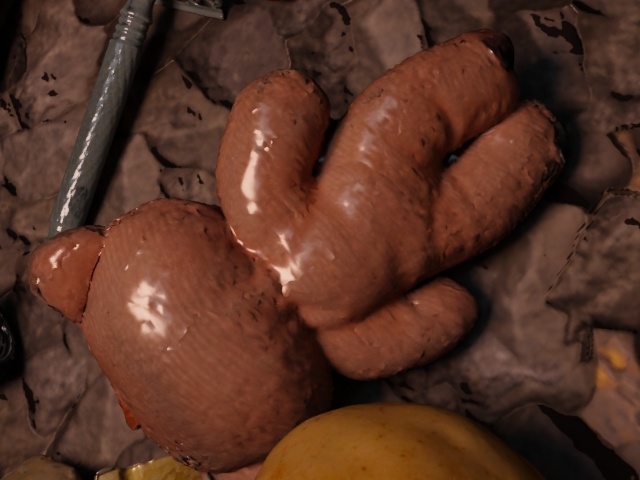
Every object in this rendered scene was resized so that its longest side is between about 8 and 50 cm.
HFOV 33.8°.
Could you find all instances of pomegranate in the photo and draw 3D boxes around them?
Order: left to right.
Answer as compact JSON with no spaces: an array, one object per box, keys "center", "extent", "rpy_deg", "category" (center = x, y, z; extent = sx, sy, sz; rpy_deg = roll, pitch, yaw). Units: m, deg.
[{"center":[0.047,0.173,0.516],"extent":[0.196,0.196,0.196],"rpy_deg":[-7,72,24],"category":"pomegranate"}]

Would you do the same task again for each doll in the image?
[{"center":[0.000,0.000,0.624],"extent":[0.303,0.156,0.201],"rpy_deg":[-38,101,-10],"category":"doll"}]

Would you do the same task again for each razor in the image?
[{"center":[-0.159,-0.088,0.764],"extent":[0.106,0.068,0.232],"rpy_deg":[20,91,30],"category":"razor"}]

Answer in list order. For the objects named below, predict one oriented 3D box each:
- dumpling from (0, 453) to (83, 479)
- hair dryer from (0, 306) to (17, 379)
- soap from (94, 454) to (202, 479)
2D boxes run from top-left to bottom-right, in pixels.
[{"center":[-0.126,0.284,0.618],"extent":[0.166,0.086,0.332],"rpy_deg":[-37,57,-25],"category":"dumpling"},{"center":[-0.302,0.027,0.796],"extent":[0.124,0.071,0.219],"rpy_deg":[-26,57,15],"category":"hair dryer"},{"center":[-0.059,0.234,0.583],"extent":[0.092,0.037,0.252],"rpy_deg":[-12,56,-12],"category":"soap"}]
